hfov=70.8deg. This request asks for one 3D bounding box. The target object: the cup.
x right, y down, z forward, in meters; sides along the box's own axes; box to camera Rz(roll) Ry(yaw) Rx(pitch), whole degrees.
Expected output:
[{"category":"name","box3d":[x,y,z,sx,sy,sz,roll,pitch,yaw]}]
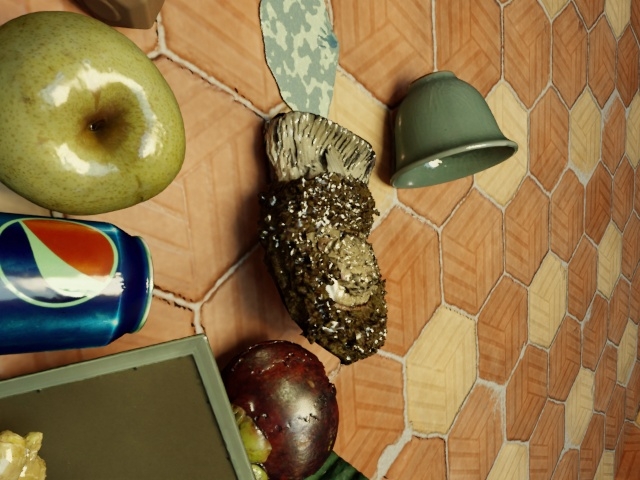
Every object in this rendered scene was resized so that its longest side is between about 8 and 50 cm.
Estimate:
[{"category":"cup","box3d":[0.192,-0.182,0.717,0.199,0.199,0.150,-6,80,-41]}]

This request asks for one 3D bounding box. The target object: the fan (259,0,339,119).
[{"category":"fan","box3d":[-0.024,-0.270,0.608,0.131,0.009,0.240,-15,104,-39]}]

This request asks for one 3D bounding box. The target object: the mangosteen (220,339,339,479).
[{"category":"mangosteen","box3d":[-0.064,0.208,0.520,0.180,0.166,0.166,-29,113,-41]}]

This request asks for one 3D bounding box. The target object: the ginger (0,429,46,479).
[{"category":"ginger","box3d":[-0.271,0.258,0.347,0.053,0.193,0.176,16,40,-9]}]

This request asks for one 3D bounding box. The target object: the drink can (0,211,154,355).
[{"category":"drink can","box3d":[-0.252,0.035,0.366,0.205,0.118,0.118,6,91,-43]}]

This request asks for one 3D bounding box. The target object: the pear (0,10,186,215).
[{"category":"pear","box3d":[-0.202,-0.101,0.384,0.167,0.137,0.167,-9,104,-41]}]

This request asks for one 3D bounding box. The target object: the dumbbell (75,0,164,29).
[{"category":"dumbbell","box3d":[-0.162,-0.316,0.432,0.092,0.082,0.231,30,75,-38]}]

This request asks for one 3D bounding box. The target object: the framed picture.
[{"category":"framed picture","box3d":[-0.175,0.238,0.434,0.231,0.018,0.293,-13,107,1]}]

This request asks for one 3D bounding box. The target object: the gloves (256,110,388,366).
[{"category":"gloves","box3d":[0.008,0.000,0.576,0.210,0.135,0.312,40,45,-58]}]

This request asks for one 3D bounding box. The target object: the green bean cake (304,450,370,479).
[{"category":"green bean cake","box3d":[0.008,0.365,0.572,0.107,0.208,0.193,-28,110,-33]}]
